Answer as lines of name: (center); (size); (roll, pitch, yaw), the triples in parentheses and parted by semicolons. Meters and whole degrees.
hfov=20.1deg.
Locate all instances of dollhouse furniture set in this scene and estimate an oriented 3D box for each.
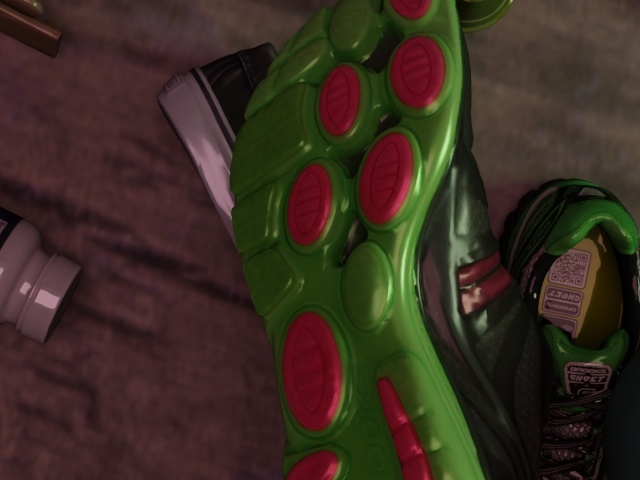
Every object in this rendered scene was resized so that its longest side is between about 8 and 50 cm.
dollhouse furniture set: (-0.221, -0.249, 1.386); (0.123, 0.144, 0.151); (28, 77, -6)

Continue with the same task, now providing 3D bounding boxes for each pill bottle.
pill bottle: (-0.274, 0.013, 1.402); (0.169, 0.094, 0.094); (27, 91, -1)

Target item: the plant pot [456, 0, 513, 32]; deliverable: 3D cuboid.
plant pot: (0.117, -0.207, 1.407); (0.083, 0.079, 0.083); (0, 92, -1)

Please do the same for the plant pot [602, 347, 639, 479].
plant pot: (0.316, 0.154, 1.286); (0.290, 0.195, 0.290); (-20, 123, -34)

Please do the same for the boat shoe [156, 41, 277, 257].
boat shoe: (0.000, 0.000, 1.390); (0.119, 0.121, 0.335); (-30, 91, 0)

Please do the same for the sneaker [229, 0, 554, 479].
sneaker: (0.058, 0.045, 1.288); (0.185, 0.202, 0.482); (-8, 75, 26)

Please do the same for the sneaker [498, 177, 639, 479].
sneaker: (0.176, 0.123, 1.383); (0.134, 0.146, 0.343); (3, 92, -1)
